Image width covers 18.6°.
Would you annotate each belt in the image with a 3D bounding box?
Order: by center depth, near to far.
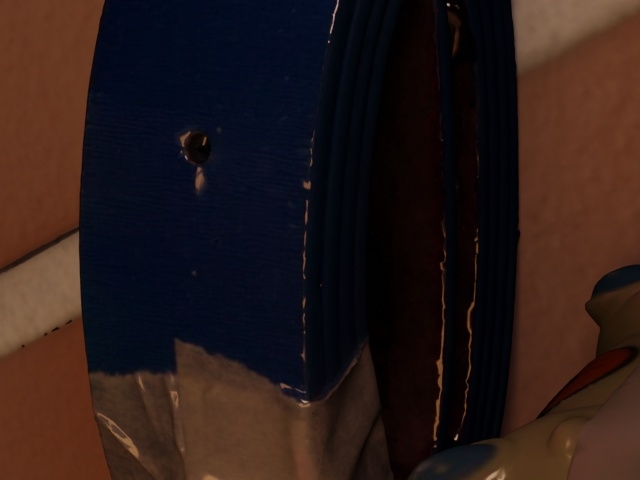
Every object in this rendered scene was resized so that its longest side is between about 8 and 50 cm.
[{"bbox_3d":[0.000,0.000,0.837,0.117,0.212,0.347,9,110,26],"label":"belt"}]

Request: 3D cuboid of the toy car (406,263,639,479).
[{"bbox_3d":[0.143,0.196,0.825,0.226,0.242,0.336,-11,106,36],"label":"toy car"}]
